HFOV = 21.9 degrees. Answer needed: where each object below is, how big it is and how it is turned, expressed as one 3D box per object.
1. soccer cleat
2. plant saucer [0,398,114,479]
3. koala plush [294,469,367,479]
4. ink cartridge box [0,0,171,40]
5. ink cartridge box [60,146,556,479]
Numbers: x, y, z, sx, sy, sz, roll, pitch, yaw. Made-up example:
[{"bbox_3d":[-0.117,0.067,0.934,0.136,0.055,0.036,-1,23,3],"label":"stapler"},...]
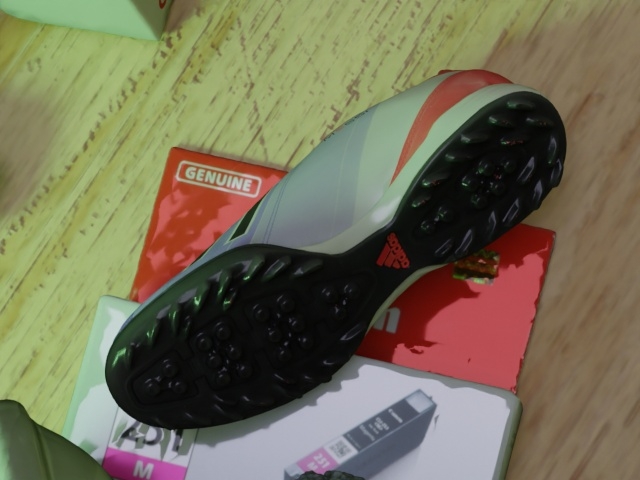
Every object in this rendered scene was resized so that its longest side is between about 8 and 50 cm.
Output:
[{"bbox_3d":[0.000,0.000,1.014,0.318,0.109,0.116,-35,32,-11],"label":"soccer cleat"},{"bbox_3d":[-0.103,0.276,0.860,0.100,0.400,0.400,-7,76,-14],"label":"plant saucer"},{"bbox_3d":[0.028,0.270,0.886,0.203,0.221,0.196,23,111,7],"label":"koala plush"},{"bbox_3d":[-0.141,-0.293,1.068,0.117,0.201,0.278,13,80,11],"label":"ink cartridge box"},{"bbox_3d":[-0.007,0.074,1.044,0.275,0.060,0.239,13,81,11],"label":"ink cartridge box"}]
